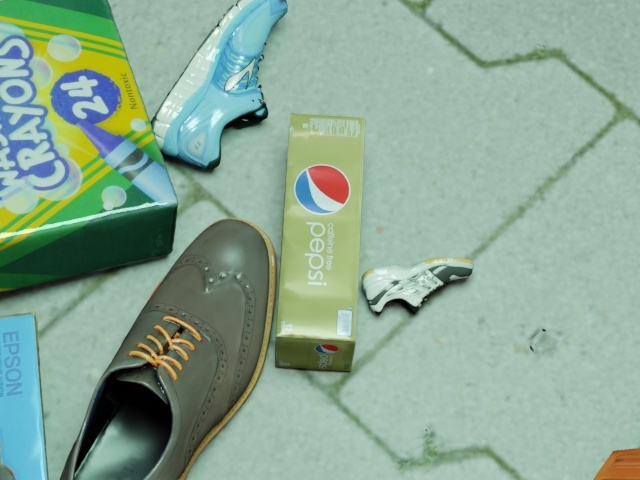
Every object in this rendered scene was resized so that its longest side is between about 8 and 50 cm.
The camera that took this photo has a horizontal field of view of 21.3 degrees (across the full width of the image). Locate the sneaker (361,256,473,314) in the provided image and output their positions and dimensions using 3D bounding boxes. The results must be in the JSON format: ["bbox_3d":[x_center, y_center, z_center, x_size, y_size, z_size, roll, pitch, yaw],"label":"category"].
[{"bbox_3d":[0.073,0.034,1.247,0.083,0.032,0.037,-10,79,-2],"label":"sneaker"}]

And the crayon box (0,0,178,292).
[{"bbox_3d":[-0.285,-0.057,1.215,0.323,0.083,0.203,-14,63,-16],"label":"crayon box"}]

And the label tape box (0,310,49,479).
[{"bbox_3d":[-0.339,0.190,1.105,0.334,0.106,0.240,-6,65,-6],"label":"label tape box"}]

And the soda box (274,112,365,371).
[{"bbox_3d":[0.000,0.000,1.238,0.058,0.061,0.181,4,65,-1],"label":"soda box"}]

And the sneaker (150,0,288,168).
[{"bbox_3d":[-0.068,-0.121,1.304,0.073,0.063,0.162,34,71,-6],"label":"sneaker"}]

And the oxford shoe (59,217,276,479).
[{"bbox_3d":[-0.098,0.091,1.169,0.097,0.098,0.271,20,65,6],"label":"oxford shoe"}]

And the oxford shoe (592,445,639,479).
[{"bbox_3d":[0.306,0.138,1.178,0.363,0.130,0.132,-46,107,-28],"label":"oxford shoe"}]
